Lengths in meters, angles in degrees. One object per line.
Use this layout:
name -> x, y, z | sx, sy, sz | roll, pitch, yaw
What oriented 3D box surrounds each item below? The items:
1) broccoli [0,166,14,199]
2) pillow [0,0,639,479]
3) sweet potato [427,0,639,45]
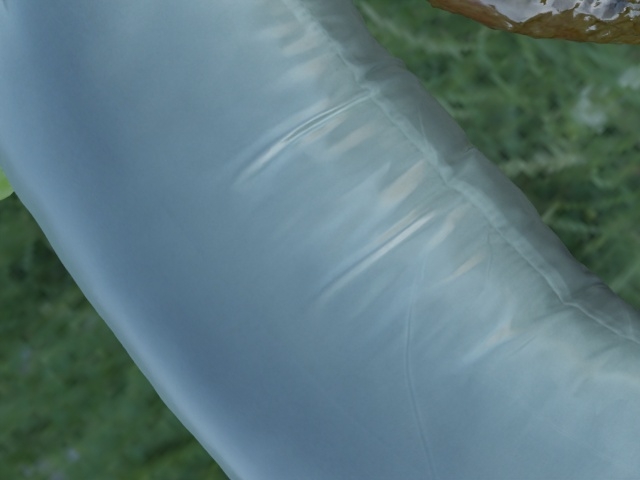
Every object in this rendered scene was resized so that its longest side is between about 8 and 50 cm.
broccoli -> -0.153, -0.186, 0.612 | 0.275, 0.353, 0.397 | 3, 99, 10
pillow -> 0.001, 0.000, 0.471 | 0.254, 0.078, 0.144 | 49, 130, 6
sweet potato -> 0.098, -0.063, 0.332 | 0.060, 0.206, 0.068 | 88, 167, -46
